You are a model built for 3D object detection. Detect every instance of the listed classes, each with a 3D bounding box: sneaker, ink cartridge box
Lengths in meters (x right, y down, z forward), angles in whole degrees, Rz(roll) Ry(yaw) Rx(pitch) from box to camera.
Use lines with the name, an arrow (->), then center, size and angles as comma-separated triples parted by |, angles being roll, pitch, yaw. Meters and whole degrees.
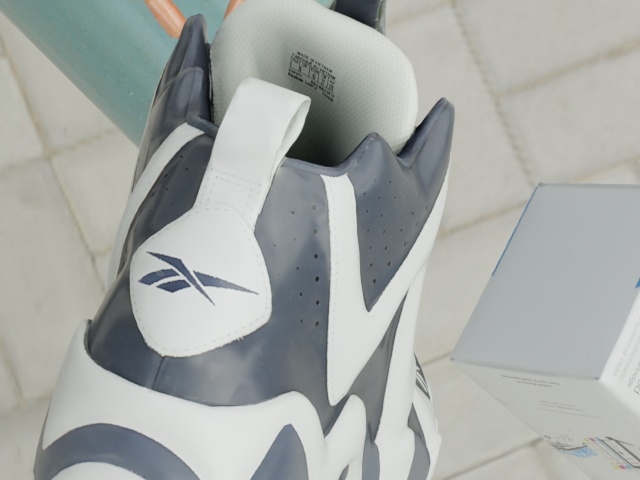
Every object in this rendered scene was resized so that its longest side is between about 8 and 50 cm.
sneaker -> 0.000, 0.000, 0.562 | 0.094, 0.235, 0.153 | 21, 97, 20
ink cartridge box -> 0.260, 0.088, 1.470 | 0.233, 0.168, 0.171 | 39, 69, -32

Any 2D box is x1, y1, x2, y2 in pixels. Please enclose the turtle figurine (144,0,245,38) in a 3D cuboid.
turtle figurine -> -0.002, -0.222, 0.739 | 0.217, 0.087, 0.269 | -29, 116, -44

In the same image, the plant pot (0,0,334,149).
plant pot -> -0.154, -0.273, 1.561 | 0.341, 0.341, 0.334 | -42, 94, -15
